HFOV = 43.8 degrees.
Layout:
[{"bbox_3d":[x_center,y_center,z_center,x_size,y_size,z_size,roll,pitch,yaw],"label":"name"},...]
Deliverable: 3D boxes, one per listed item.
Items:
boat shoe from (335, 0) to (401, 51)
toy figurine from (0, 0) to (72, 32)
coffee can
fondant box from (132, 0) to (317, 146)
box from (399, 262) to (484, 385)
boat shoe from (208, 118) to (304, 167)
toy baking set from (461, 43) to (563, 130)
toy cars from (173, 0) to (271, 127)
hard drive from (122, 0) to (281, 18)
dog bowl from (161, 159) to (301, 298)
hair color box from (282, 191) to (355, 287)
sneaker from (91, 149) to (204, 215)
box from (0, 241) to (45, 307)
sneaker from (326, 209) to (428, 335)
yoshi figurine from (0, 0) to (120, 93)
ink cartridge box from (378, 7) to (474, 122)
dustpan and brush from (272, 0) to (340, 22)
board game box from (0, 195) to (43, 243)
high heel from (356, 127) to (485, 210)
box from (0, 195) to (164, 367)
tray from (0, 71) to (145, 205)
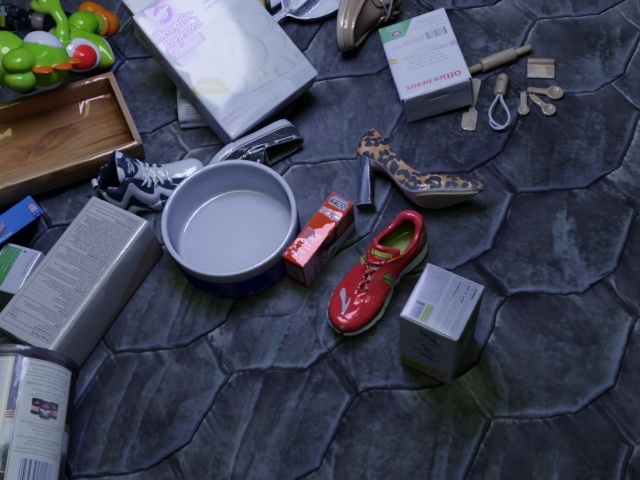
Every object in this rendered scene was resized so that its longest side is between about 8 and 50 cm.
[{"bbox_3d":[0.131,-0.565,1.836,0.110,0.122,0.341,17,62,16],"label":"boat shoe"},{"bbox_3d":[-0.687,-0.514,1.851,0.148,0.209,0.213,13,61,20],"label":"toy figurine"},{"bbox_3d":[-0.526,0.339,1.340,0.201,0.201,0.275,-4,60,4],"label":"coffee can"},{"bbox_3d":[-0.203,-0.399,1.697,0.238,0.096,0.330,-40,90,-12],"label":"fondant box"},{"bbox_3d":[0.204,0.148,1.367,0.103,0.203,0.114,23,63,18],"label":"box"},{"bbox_3d":[-0.136,-0.177,1.668,0.219,0.078,0.070,-33,61,-14],"label":"boat shoe"},{"bbox_3d":[0.404,-0.331,1.722,0.256,0.030,0.197,-18,60,-4],"label":"toy baking set"},{"bbox_3d":[-0.221,-0.430,1.787,0.176,0.087,0.394,33,75,10],"label":"toy cars"},{"bbox_3d":[-0.274,-0.563,1.880,0.318,0.040,0.210,-39,91,-15],"label":"hard drive"},{"bbox_3d":[-0.171,-0.024,1.567,0.264,0.104,0.265,-3,60,5],"label":"dog bowl"},{"bbox_3d":[0.000,0.000,1.540,0.053,0.093,0.167,29,68,20],"label":"hair color box"},{"bbox_3d":[-0.358,-0.132,1.623,0.235,0.153,0.094,-19,61,-4],"label":"sneaker"},{"bbox_3d":[-0.586,0.077,1.557,0.087,0.102,0.101,14,61,12],"label":"box"},{"bbox_3d":[0.101,0.050,1.484,0.107,0.118,0.279,29,67,22],"label":"sneaker"},{"bbox_3d":[-0.596,-0.413,1.711,0.203,0.204,0.362,-25,15,26],"label":"yoshi figurine"},{"bbox_3d":[0.229,-0.379,1.726,0.154,0.093,0.212,-17,58,6],"label":"ink cartridge box"},{"bbox_3d":[-0.057,-0.555,1.882,0.211,0.060,0.147,-41,76,7],"label":"dustpan and brush"},{"bbox_3d":[-0.655,-0.008,1.588,0.210,0.160,0.047,-40,104,-16],"label":"board game box"},{"bbox_3d":[0.197,-0.158,1.605,0.261,0.093,0.186,-3,66,15],"label":"high heel"},{"bbox_3d":[-0.455,0.086,1.526,0.148,0.121,0.311,25,66,19],"label":"box"},{"bbox_3d":[-0.606,-0.205,1.694,0.410,0.076,0.203,-20,68,-16],"label":"tray"}]
